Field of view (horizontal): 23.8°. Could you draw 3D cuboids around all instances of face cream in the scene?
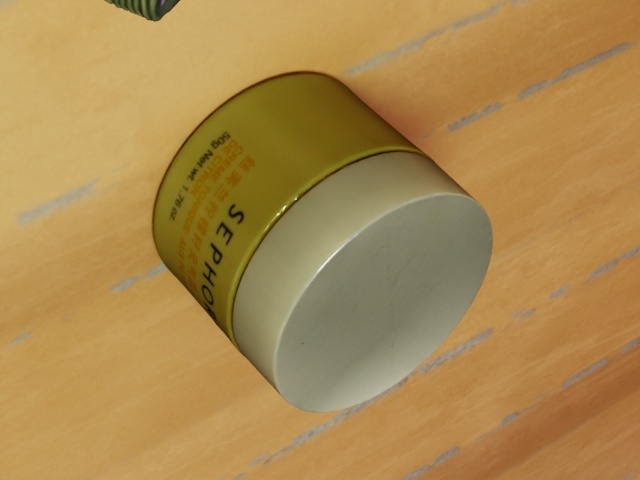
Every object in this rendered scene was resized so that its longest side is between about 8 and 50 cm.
[{"bbox_3d":[0.000,0.000,1.227,0.218,0.179,0.218,-28,142,-24],"label":"face cream"}]

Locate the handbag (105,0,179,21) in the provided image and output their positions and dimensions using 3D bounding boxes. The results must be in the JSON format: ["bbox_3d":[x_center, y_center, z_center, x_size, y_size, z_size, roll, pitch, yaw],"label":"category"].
[{"bbox_3d":[-0.119,-0.289,0.753,0.340,0.240,0.247,-53,150,9],"label":"handbag"}]
